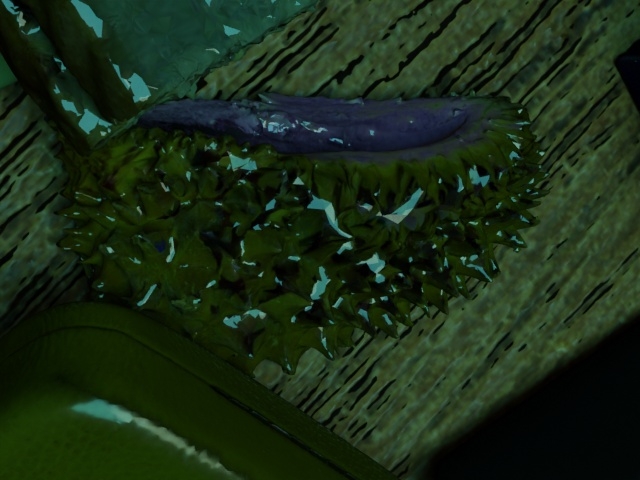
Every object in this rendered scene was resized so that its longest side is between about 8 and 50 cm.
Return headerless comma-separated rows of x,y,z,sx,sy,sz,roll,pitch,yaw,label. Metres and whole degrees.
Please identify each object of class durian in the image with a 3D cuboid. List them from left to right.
0.001,0.000,0.734,0.341,0.112,0.191,-2,98,-20,durian

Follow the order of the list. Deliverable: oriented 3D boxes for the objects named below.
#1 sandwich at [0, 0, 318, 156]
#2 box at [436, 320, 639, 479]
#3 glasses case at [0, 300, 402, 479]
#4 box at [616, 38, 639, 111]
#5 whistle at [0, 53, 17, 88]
-0.070,-0.234,0.631,0.325,0.131,0.262,-40,105,-26,sandwich
0.259,0.180,0.775,0.289,0.290,0.073,-32,134,-15,box
-0.055,0.181,0.712,0.371,0.141,0.173,37,108,-24,glasses case
0.361,-0.035,0.775,0.116,0.279,0.261,-35,108,-13,box
-0.297,-0.079,0.621,0.294,0.141,0.141,-35,110,-32,whistle
